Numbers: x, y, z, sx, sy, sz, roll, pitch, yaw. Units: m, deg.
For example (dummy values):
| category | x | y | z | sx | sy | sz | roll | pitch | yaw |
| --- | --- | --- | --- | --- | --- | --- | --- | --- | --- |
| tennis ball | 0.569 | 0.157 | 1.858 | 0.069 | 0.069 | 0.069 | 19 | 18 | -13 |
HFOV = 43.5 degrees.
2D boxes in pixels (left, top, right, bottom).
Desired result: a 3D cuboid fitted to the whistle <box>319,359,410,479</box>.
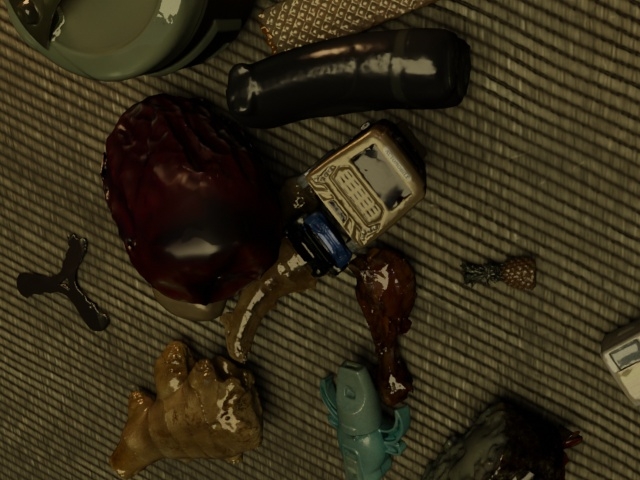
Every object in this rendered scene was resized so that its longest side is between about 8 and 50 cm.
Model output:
| category | x | y | z | sx | sy | sz | roll | pitch | yaw |
| --- | --- | --- | --- | --- | --- | --- | --- | --- | --- |
| whistle | 0.073 | 0.330 | 1.414 | 0.186 | 0.093 | 0.274 | 16 | 125 | 39 |

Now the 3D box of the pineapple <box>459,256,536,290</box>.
| category | x | y | z | sx | sy | sz | roll | pitch | yaw |
| --- | --- | --- | --- | --- | --- | --- | --- | --- | --- |
| pineapple | 0.283 | 0.052 | 1.286 | 0.124 | 0.058 | 0.058 | 0 | 109 | 18 |

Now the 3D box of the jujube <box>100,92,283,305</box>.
| category | x | y | z | sx | sy | sz | roll | pitch | yaw |
| --- | --- | --- | --- | --- | --- | --- | --- | --- | --- |
| jujube | -0.202 | -0.067 | 1.255 | 0.258 | 0.377 | 0.258 | -16 | 135 | -17 |

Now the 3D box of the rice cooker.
| category | x | y | z | sx | sy | sz | roll | pitch | yaw |
| --- | --- | --- | --- | --- | --- | --- | --- | --- | --- |
| rice cooker | -0.265 | -0.396 | 1.147 | 0.335 | 0.325 | 0.335 | 6 | 110 | 16 |

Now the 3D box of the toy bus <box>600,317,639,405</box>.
| category | x | y | z | sx | sy | sz | roll | pitch | yaw |
| --- | --- | --- | --- | --- | --- | --- | --- | --- | --- |
| toy bus | 0.597 | 0.127 | 1.196 | 0.342 | 0.097 | 0.138 | -36 | 89 | 26 |

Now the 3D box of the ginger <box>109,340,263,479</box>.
| category | x | y | z | sx | sy | sz | roll | pitch | yaw |
| --- | --- | --- | --- | --- | --- | --- | --- | --- | --- |
| ginger | -0.277 | 0.326 | 1.503 | 0.375 | 0.166 | 0.236 | -18 | 112 | 16 |

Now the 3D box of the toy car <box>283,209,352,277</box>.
| category | x | y | z | sx | sy | sz | roll | pitch | yaw |
| --- | --- | --- | --- | --- | --- | --- | --- | --- | --- |
| toy car | 0.000 | 0.000 | 1.217 | 0.063 | 0.216 | 0.103 | -38 | 94 | -13 |

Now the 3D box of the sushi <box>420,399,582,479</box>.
| category | x | y | z | sx | sy | sz | roll | pitch | yaw |
| --- | --- | --- | --- | --- | --- | --- | --- | --- | --- |
| sushi | 0.294 | 0.413 | 1.354 | 0.182 | 0.196 | 0.343 | 27 | 121 | -14 |

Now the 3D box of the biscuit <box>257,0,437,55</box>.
| category | x | y | z | sx | sy | sz | roll | pitch | yaw |
| --- | --- | --- | --- | --- | --- | --- | --- | --- | --- |
| biscuit | 0.076 | -0.367 | 1.201 | 0.378 | 0.054 | 0.094 | -16 | 103 | 22 |

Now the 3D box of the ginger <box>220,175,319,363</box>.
| category | x | y | z | sx | sy | sz | roll | pitch | yaw |
| --- | --- | --- | --- | --- | --- | --- | --- | --- | --- |
| ginger | -0.073 | 0.055 | 1.369 | 0.148 | 0.081 | 0.334 | 31 | 102 | -11 |

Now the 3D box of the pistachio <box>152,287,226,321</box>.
| category | x | y | z | sx | sy | sz | roll | pitch | yaw |
| --- | --- | --- | --- | --- | --- | --- | --- | --- | --- |
| pistachio | -0.228 | 0.092 | 1.430 | 0.149 | 0.113 | 0.113 | 4 | 110 | 15 |

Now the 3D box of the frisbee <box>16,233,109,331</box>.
| category | x | y | z | sx | sy | sz | roll | pitch | yaw |
| --- | --- | --- | --- | --- | --- | --- | --- | --- | --- |
| frisbee | -0.485 | 0.072 | 1.557 | 0.211 | 0.012 | 0.187 | 29 | 114 | 6 |

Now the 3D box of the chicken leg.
| category | x | y | z | sx | sy | sz | roll | pitch | yaw |
| --- | --- | --- | --- | --- | --- | --- | --- | --- | --- |
| chicken leg | 0.113 | 0.146 | 1.364 | 0.113 | 0.093 | 0.304 | 12 | 121 | 32 |

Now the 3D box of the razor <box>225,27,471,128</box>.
| category | x | y | z | sx | sy | sz | roll | pitch | yaw |
| --- | --- | --- | --- | --- | --- | --- | --- | --- | --- |
| razor | 0.041 | -0.238 | 1.175 | 0.349 | 0.204 | 0.113 | -4 | 93 | 17 |

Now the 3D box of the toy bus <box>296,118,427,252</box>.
| category | x | y | z | sx | sy | sz | roll | pitch | yaw |
| --- | --- | --- | --- | --- | --- | --- | --- | --- | --- |
| toy bus | 0.075 | -0.095 | 1.177 | 0.157 | 0.289 | 0.139 | -37 | 94 | 13 |
